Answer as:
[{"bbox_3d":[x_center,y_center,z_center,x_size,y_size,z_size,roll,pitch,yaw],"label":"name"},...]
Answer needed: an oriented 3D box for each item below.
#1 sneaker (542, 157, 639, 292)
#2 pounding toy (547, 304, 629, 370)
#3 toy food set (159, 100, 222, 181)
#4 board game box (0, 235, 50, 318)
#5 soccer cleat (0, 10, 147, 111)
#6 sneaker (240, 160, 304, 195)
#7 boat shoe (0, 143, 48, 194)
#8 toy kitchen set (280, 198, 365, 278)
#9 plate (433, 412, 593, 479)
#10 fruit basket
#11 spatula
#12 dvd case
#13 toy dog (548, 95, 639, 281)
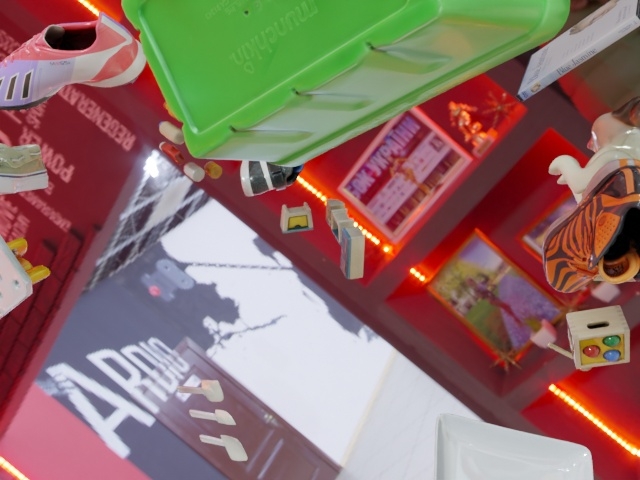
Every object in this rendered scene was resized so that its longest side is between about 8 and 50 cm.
[{"bbox_3d":[0.477,0.024,1.121,0.321,0.125,0.180,97,-174,-48],"label":"sneaker"},{"bbox_3d":[0.672,0.278,1.616,0.181,0.206,0.094,-11,40,14],"label":"pounding toy"},{"bbox_3d":[-0.361,-0.256,1.722,0.111,0.104,0.232,-43,-41,-14],"label":"toy food set"},{"bbox_3d":[-0.593,-0.022,0.897,0.390,0.390,0.050,-31,4,32],"label":"board game box"},{"bbox_3d":[-0.446,-0.294,1.042,0.116,0.318,0.108,54,-147,-60],"label":"soccer cleat"},{"bbox_3d":[-0.092,-0.174,1.287,0.079,0.121,0.217,79,-174,-49],"label":"sneaker"},{"bbox_3d":[-0.600,-0.131,1.182,0.302,0.109,0.094,-99,3,-81],"label":"boat shoe"},{"bbox_3d":[0.000,0.000,1.611,0.207,0.166,0.122,-117,23,-56],"label":"toy kitchen set"},{"bbox_3d":[0.304,0.442,1.031,0.045,0.277,0.278,107,175,-55],"label":"plate"},{"bbox_3d":[0.038,-0.262,0.649,0.392,0.283,0.392,-24,5,2],"label":"fruit basket"},{"bbox_3d":[-0.226,0.362,1.304,0.019,0.168,0.242,-27,4,-34],"label":"spatula"},{"bbox_3d":[0.491,-0.377,1.214,0.253,0.022,0.180,-33,19,44],"label":"dvd case"},{"bbox_3d":[0.714,-0.129,1.452,0.395,0.284,0.408,-1,76,42],"label":"toy dog"}]
